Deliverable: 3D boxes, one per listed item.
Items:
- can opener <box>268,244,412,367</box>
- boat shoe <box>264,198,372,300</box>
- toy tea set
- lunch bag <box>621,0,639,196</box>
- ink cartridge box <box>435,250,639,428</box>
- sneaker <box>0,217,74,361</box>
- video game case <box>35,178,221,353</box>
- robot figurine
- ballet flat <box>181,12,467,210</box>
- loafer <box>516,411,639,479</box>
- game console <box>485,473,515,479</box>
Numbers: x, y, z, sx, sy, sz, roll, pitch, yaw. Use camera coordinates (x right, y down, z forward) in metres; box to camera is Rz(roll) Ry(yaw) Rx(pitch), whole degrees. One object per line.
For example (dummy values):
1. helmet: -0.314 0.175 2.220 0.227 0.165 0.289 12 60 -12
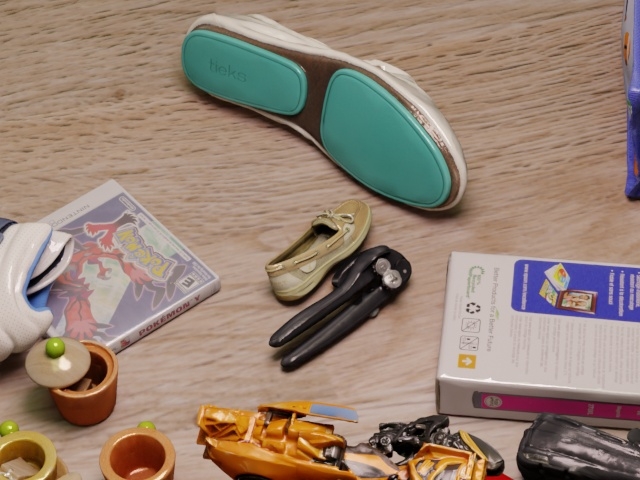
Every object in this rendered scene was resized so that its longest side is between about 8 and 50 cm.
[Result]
1. can opener: 0.023 0.070 1.947 0.186 0.073 0.059 -43 97 -28
2. boat shoe: -0.002 0.000 1.998 0.056 0.048 0.153 12 47 46
3. toy tea set: -0.218 0.215 1.761 0.200 0.124 0.336 -23 50 -18
4. lunch bag: 0.498 -0.237 2.087 0.328 0.239 0.385 1 54 6
5. ink cartridge box: 0.305 0.103 1.887 0.371 0.069 0.176 3 46 8
6. sneaker: -0.375 0.001 1.963 0.236 0.130 0.323 -10 49 -5
7. video game case: -0.238 0.034 2.003 0.183 0.023 0.201 -32 53 -25
8. robot figurine: 0.021 0.233 1.651 0.291 0.085 0.211 6 59 15
9. ballet flat: 0.025 -0.166 2.123 0.400 0.139 0.139 28 54 27
10. loafer: 0.297 0.213 1.775 0.223 0.076 0.078 14 57 20
11. game console: 0.156 0.275 1.703 0.144 0.085 0.124 29 84 27
